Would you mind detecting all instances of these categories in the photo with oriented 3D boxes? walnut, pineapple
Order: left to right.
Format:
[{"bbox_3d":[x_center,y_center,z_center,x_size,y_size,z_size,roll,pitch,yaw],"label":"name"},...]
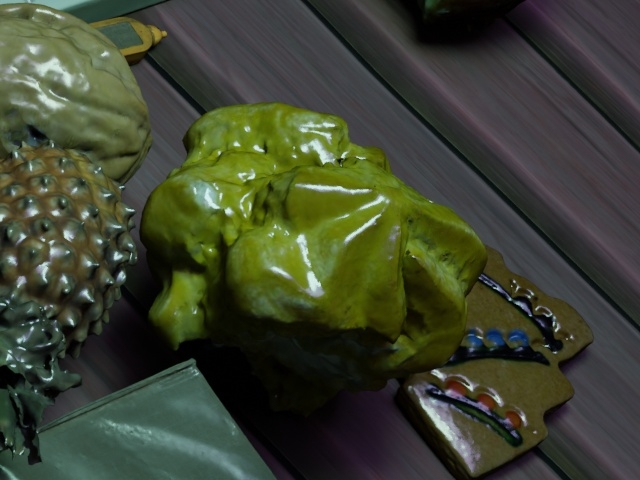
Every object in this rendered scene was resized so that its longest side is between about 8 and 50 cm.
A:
[{"bbox_3d":[-0.254,0.056,1.462,0.175,0.175,0.361,29,33,-7],"label":"pineapple"},{"bbox_3d":[-0.273,-0.120,1.681,0.245,0.198,0.198,17,46,-12],"label":"walnut"}]

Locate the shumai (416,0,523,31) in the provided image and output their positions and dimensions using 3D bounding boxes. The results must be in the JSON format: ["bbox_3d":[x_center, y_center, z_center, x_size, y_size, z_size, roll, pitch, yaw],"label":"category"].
[{"bbox_3d":[0.160,-0.420,2.154,0.397,0.324,0.323,-31,88,-39],"label":"shumai"}]

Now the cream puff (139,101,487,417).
[{"bbox_3d":[0.003,-0.003,1.642,0.323,0.269,0.274,34,42,-54],"label":"cream puff"}]

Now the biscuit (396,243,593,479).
[{"bbox_3d":[0.164,0.119,1.848,0.278,0.043,0.301,17,47,-18],"label":"biscuit"}]

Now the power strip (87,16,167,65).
[{"bbox_3d":[-0.233,-0.202,1.894,0.178,0.028,0.049,-20,65,-40],"label":"power strip"}]

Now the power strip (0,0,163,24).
[{"bbox_3d":[-0.274,-0.269,1.903,0.385,0.062,0.091,-27,73,-42],"label":"power strip"}]

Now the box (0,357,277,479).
[{"bbox_3d":[-0.178,0.227,1.473,0.231,0.155,0.149,-21,69,-43],"label":"box"}]
